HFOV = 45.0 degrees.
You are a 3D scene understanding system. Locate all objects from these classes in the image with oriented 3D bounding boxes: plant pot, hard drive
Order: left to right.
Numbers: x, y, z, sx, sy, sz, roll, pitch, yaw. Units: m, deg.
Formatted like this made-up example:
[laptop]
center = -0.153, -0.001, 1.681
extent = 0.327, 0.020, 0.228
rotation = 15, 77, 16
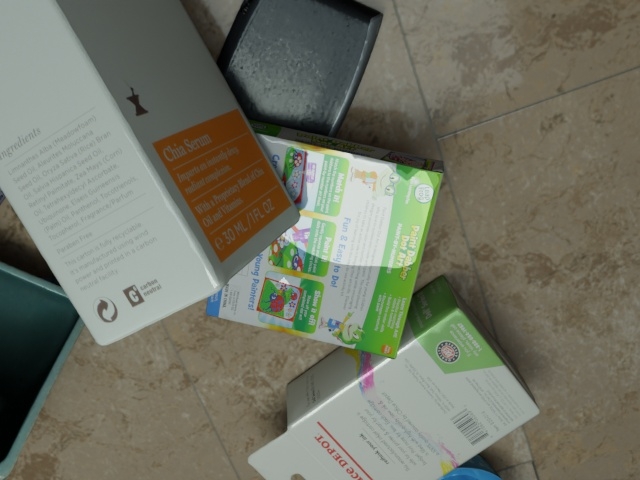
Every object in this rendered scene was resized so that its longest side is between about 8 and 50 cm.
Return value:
[plant pot]
center = -0.466, 0.180, 0.953
extent = 0.248, 0.247, 0.252
rotation = 26, 138, -11
[hard drive]
center = -0.044, -0.183, 0.931
extent = 0.172, 0.054, 0.254
rotation = 22, 109, -12

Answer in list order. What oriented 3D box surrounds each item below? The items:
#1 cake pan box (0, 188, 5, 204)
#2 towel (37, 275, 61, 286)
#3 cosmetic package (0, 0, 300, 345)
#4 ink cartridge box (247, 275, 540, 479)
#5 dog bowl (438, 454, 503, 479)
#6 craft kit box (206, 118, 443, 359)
[cake pan box]
center = -0.458, -0.112, 0.846
extent = 0.246, 0.070, 0.267
rotation = 35, 95, -2
[towel]
center = -0.354, 0.078, 1.033
extent = 0.120, 0.029, 0.067
rotation = -1, 114, -2
[cosmetic package]
center = -0.223, -0.154, 0.775
extent = 0.162, 0.230, 0.453
rotation = -26, 99, 25
[ink cartridge box]
center = 0.093, 0.239, 1.076
extent = 0.353, 0.119, 0.207
rotation = -36, 108, 10
[dog bowl]
center = 0.184, 0.449, 1.192
extent = 0.166, 0.074, 0.297
rotation = 14, 110, -9
[craft kit box]
center = 0.000, 0.000, 0.929
extent = 0.247, 0.061, 0.249
rotation = 14, 113, 6
